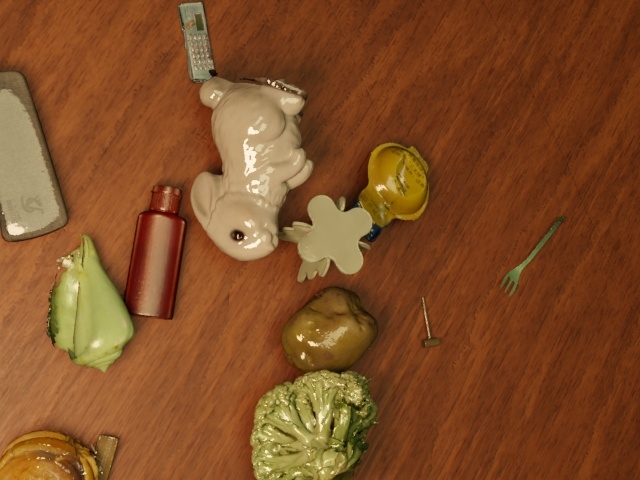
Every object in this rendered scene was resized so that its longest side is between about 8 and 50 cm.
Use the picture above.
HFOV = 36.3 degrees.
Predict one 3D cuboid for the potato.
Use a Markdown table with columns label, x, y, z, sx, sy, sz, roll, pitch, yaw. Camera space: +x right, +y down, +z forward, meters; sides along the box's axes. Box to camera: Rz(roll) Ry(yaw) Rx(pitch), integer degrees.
| label | x | y | z | sx | sy | sz | roll | pitch | yaw |
| --- | --- | --- | --- | --- | --- | --- | --- | --- | --- |
| potato | 0.018 | 0.190 | 1.987 | 0.200 | 0.137 | 0.154 | -35 | 58 | -20 |

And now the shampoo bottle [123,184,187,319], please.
| label | x | y | z | sx | sy | sz | roll | pitch | yaw |
| --- | --- | --- | --- | --- | --- | --- | --- | --- | --- |
| shampoo bottle | -0.322 | 0.023 | 1.932 | 0.102 | 0.064 | 0.260 | 10 | 80 | -9 |

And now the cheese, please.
| label | x | y | z | sx | sy | sz | roll | pitch | yaw |
| --- | --- | --- | --- | --- | --- | --- | --- | --- | --- |
| cheese | 0.149 | -0.106 | 2.064 | 0.177 | 0.069 | 0.270 | 51 | 51 | -13 |

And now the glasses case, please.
| label | x | y | z | sx | sy | sz | roll | pitch | yaw |
| --- | --- | --- | --- | --- | --- | --- | --- | --- | --- |
| glasses case | -0.585 | -0.161 | 1.865 | 0.131 | 0.074 | 0.323 | -17 | 89 | -17 |

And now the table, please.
| label | x | y | z | sx | sy | sz | roll | pitch | yaw |
| --- | --- | --- | --- | --- | --- | --- | --- | --- | --- |
| table | 0.000 | 0.000 | 1.966 | 0.166 | 0.198 | 0.167 | 2 | 83 | -18 |

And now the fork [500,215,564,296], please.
| label | x | y | z | sx | sy | sz | roll | pitch | yaw |
| --- | --- | --- | --- | --- | --- | --- | --- | --- | --- |
| fork | 0.480 | 0.033 | 2.210 | 0.039 | 0.021 | 0.235 | 45 | 72 | -12 |

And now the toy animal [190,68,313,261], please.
| label | x | y | z | sx | sy | sz | roll | pitch | yaw |
| --- | --- | --- | --- | --- | --- | --- | --- | --- | --- |
| toy animal | -0.149 | -0.140 | 1.939 | 0.257 | 0.194 | 0.357 | 15 | 79 | 7 |

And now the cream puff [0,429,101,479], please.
| label | x | y | z | sx | sy | sz | roll | pitch | yaw |
| --- | --- | --- | --- | --- | --- | --- | --- | --- | --- |
| cream puff | -0.498 | 0.427 | 1.793 | 0.189 | 0.129 | 0.189 | -2 | 106 | -6 |

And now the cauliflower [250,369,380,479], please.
| label | x | y | z | sx | sy | sz | roll | pitch | yaw |
| --- | --- | --- | --- | --- | --- | --- | --- | --- | --- |
| cauliflower | 0.005 | 0.392 | 1.894 | 0.272 | 0.250 | 0.275 | -14 | 116 | -18 |

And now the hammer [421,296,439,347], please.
| label | x | y | z | sx | sy | sz | roll | pitch | yaw |
| --- | --- | --- | --- | --- | --- | --- | --- | --- | --- |
| hammer | 0.231 | 0.176 | 2.118 | 0.035 | 0.019 | 0.110 | -6 | 80 | -18 |

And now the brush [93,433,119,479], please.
| label | x | y | z | sx | sy | sz | roll | pitch | yaw |
| --- | --- | --- | --- | --- | --- | --- | --- | --- | --- |
| brush | -0.436 | 0.492 | 1.862 | 0.043 | 0.036 | 0.248 | 15 | 86 | -11 |

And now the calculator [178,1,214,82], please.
| label | x | y | z | sx | sy | sz | roll | pitch | yaw |
| --- | --- | --- | --- | --- | --- | --- | --- | --- | --- |
| calculator | -0.257 | -0.412 | 2.029 | 0.057 | 0.018 | 0.172 | -8 | 85 | -20 |

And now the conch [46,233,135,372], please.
| label | x | y | z | sx | sy | sz | roll | pitch | yaw |
| --- | --- | --- | --- | --- | --- | --- | --- | --- | --- |
| conch | -0.452 | 0.133 | 1.853 | 0.137 | 0.143 | 0.251 | -23 | 73 | -45 |
